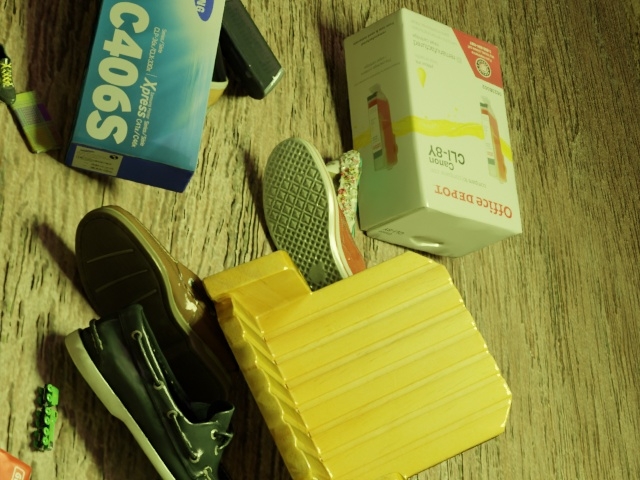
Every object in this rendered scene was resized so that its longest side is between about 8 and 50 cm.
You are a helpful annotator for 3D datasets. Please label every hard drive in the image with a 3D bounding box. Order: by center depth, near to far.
[{"bbox_3d":[-0.121,-0.299,1.953,0.172,0.054,0.255,58,-4,-9],"label":"hard drive"}]

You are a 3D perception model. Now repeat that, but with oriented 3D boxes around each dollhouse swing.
[{"bbox_3d":[0.074,0.164,1.684,0.346,0.305,0.315,64,0,16],"label":"dollhouse swing"}]

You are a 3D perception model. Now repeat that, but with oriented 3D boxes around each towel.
[{"bbox_3d":[-0.366,-0.151,1.629,0.083,0.009,0.060,62,31,0],"label":"towel"}]

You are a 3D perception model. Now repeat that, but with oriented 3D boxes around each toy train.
[{"bbox_3d":[-0.309,0.201,1.437,0.024,0.017,0.083,45,33,-47],"label":"toy train"}]

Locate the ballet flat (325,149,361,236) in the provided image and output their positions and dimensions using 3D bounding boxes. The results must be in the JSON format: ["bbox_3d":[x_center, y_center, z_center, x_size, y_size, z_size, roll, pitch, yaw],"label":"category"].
[{"bbox_3d":[0.023,-0.079,2.108,0.077,0.091,0.241,25,39,-16],"label":"ballet flat"}]

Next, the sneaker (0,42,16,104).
[{"bbox_3d":[-0.401,-0.210,1.590,0.031,0.035,0.083,-15,76,-46],"label":"sneaker"}]

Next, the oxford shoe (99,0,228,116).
[{"bbox_3d":[-0.250,-0.372,1.866,0.169,0.130,0.449,-7,72,-57],"label":"oxford shoe"}]

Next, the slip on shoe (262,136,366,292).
[{"bbox_3d":[0.000,0.000,1.978,0.101,0.123,0.331,-20,89,-67],"label":"slip on shoe"}]

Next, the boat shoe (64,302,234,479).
[{"bbox_3d":[-0.161,0.218,1.526,0.340,0.113,0.127,54,0,-8],"label":"boat shoe"}]

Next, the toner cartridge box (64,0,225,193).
[{"bbox_3d":[-0.228,-0.248,1.708,0.165,0.075,0.347,13,65,-15],"label":"toner cartridge box"}]

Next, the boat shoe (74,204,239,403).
[{"bbox_3d":[-0.206,0.077,1.618,0.307,0.111,0.104,63,25,-21],"label":"boat shoe"}]

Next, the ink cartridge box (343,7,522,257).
[{"bbox_3d":[0.205,-0.188,2.307,0.279,0.160,0.384,13,65,-43],"label":"ink cartridge box"}]

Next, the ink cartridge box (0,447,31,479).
[{"bbox_3d":[-0.381,0.272,1.229,0.239,0.060,0.275,40,37,-33],"label":"ink cartridge box"}]
